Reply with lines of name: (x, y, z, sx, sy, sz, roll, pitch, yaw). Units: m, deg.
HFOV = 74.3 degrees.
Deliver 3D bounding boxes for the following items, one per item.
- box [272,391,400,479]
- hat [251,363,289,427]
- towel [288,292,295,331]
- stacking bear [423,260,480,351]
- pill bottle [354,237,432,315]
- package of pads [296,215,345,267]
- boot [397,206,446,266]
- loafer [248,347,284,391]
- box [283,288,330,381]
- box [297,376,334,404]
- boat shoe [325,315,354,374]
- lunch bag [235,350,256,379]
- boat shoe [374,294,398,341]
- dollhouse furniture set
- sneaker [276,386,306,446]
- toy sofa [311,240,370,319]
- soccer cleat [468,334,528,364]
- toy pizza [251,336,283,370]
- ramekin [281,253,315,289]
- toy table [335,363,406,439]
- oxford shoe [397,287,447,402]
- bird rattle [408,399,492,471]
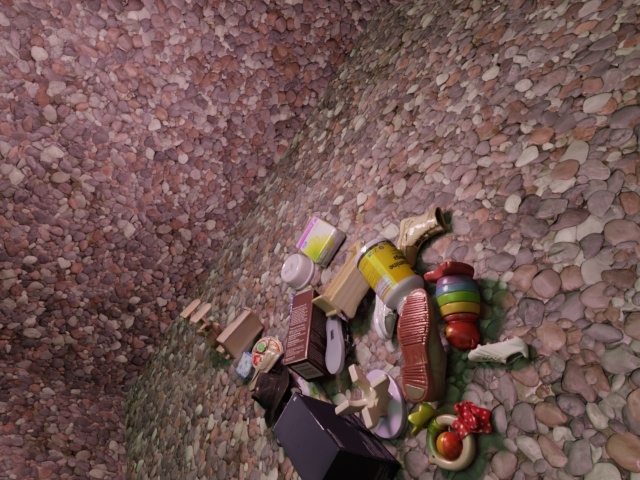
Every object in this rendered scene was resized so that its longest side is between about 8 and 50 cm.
box: (0.048, 0.748, 1.531, 0.179, 0.312, 0.343, -60, 31, -2)
hat: (-0.262, 0.726, 2.054, 0.331, 0.134, 0.331, -157, 90, -81)
towel: (-0.122, 0.465, 2.100, 0.040, 0.243, 0.336, -8, 49, 11)
stacking bear: (0.489, 0.242, 1.502, 0.175, 0.164, 0.289, 128, 146, -60)
pill bottle: (0.302, 0.160, 1.739, 0.188, 0.188, 0.334, -48, 54, 17)
package of pads: (0.000, 0.000, 2.435, 0.229, 0.101, 0.296, -58, 32, 3)
boot: (0.445, -0.013, 1.841, 0.203, 0.095, 0.262, -23, 44, 41)
loafer: (-0.298, 0.674, 2.217, 0.092, 0.102, 0.268, 39, 93, 23)
box: (-0.046, 0.440, 1.982, 0.143, 0.191, 0.381, -23, 38, 27)
box: (-0.007, 0.704, 1.881, 0.067, 0.063, 0.324, -55, 32, 2)
boat shoe: (0.088, 0.475, 1.908, 0.113, 0.105, 0.306, -47, 27, 25)
lunch bag: (-0.417, 0.712, 2.413, 0.151, 0.096, 0.128, 10, 72, 46)
boat shoe: (0.285, 0.299, 1.791, 0.084, 0.095, 0.258, -36, 39, 39)
dollhouse furniture set: (-0.580, 0.521, 2.580, 0.394, 0.362, 0.256, 8, 46, 45)
sneaker: (-0.155, 0.810, 1.957, 0.100, 0.108, 0.271, -5, 61, 50)
toy sofa: (0.137, 0.197, 1.981, 0.362, 0.177, 0.150, -53, 6, -23)
soccer cleat: (0.571, 0.369, 1.366, 0.196, 0.068, 0.076, -30, 45, 34)
toy pizza: (-0.294, 0.623, 2.299, 0.201, 0.032, 0.201, -10, 66, 22)
ramekin: (-0.138, 0.177, 2.468, 0.207, 0.109, 0.207, -34, 40, 34)
toy table: (0.195, 0.598, 1.593, 0.252, 0.161, 0.274, -49, 34, 9)
oxford shoe: (0.373, 0.374, 1.517, 0.140, 0.147, 0.396, -18, 60, 50)
bird rattle: (0.423, 0.620, 1.348, 0.254, 0.143, 0.206, -13, 64, 33)
